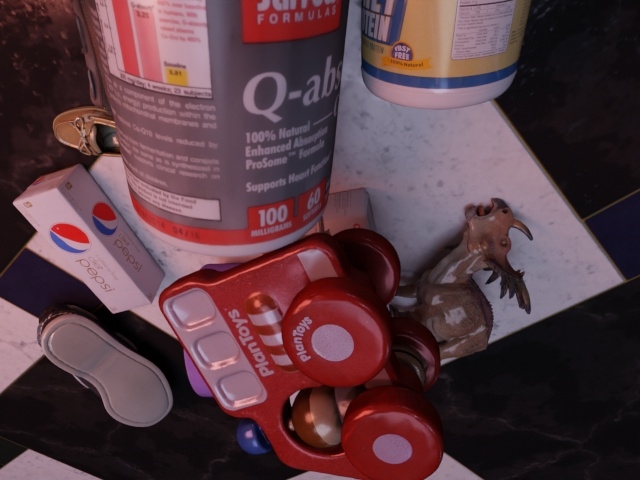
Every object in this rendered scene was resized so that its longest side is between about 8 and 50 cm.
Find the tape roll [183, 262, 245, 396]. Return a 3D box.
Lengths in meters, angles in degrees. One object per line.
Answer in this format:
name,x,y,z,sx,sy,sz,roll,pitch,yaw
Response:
tape roll,-0.123,0.126,0.659,0.080,0.189,0.189,-1,128,6

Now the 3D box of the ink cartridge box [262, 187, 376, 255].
ink cartridge box,0.000,0.000,0.629,0.150,0.063,0.109,-8,127,11

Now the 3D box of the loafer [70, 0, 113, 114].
loafer,-0.215,-0.237,0.441,0.084,0.096,0.267,11,132,8

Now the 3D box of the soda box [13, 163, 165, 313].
soda box,-0.317,0.003,0.653,0.074,0.069,0.216,-14,127,14

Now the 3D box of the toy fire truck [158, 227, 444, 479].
toy fire truck,-0.010,0.142,0.514,0.254,0.169,0.302,-21,106,20

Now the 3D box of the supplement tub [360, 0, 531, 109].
supplement tub,0.106,-0.229,0.386,0.144,0.144,0.200,0,128,5

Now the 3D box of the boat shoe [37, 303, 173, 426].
boat shoe,-0.375,0.222,0.822,0.114,0.091,0.302,-39,127,-22

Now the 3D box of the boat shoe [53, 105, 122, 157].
boat shoe,-0.253,-0.125,0.558,0.153,0.048,0.056,9,129,-3

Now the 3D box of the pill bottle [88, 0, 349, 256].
pill bottle,-0.082,-0.182,0.396,0.210,0.210,0.363,6,129,0

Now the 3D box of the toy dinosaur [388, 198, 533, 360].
toy dinosaur,0.204,0.103,0.664,0.200,0.127,0.296,-11,133,5
